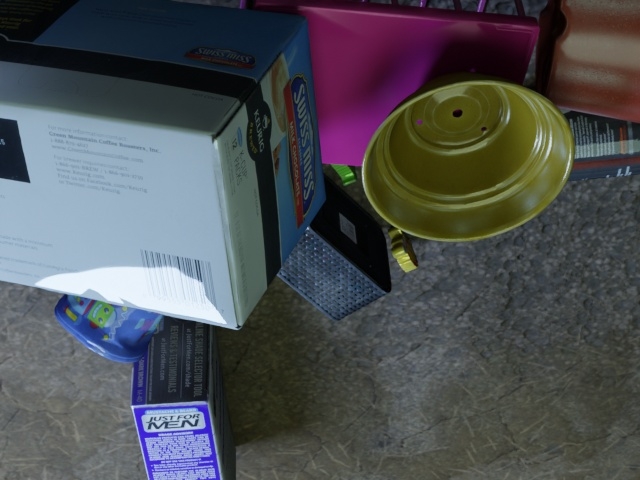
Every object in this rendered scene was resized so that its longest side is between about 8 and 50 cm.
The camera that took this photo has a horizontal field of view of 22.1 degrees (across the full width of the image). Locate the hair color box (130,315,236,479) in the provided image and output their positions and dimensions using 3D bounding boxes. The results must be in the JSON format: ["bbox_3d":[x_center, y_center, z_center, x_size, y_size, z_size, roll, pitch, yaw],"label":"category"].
[{"bbox_3d":[-0.180,0.255,2.209,0.110,0.185,0.339,-3,135,0],"label":"hair color box"}]

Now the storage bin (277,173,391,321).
[{"bbox_3d":[0.000,0.000,2.009,0.084,0.122,0.180,-31,130,24],"label":"storage bin"}]

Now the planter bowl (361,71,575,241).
[{"bbox_3d":[0.146,-0.106,1.677,0.217,0.090,0.217,-4,135,-4],"label":"planter bowl"}]

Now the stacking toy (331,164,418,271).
[{"bbox_3d":[0.129,-0.065,2.006,0.167,0.052,0.221,-23,132,17],"label":"stacking toy"}]

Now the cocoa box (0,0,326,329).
[{"bbox_3d":[-0.198,-0.095,1.622,0.347,0.228,0.231,10,129,20],"label":"cocoa box"}]

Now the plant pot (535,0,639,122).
[{"bbox_3d":[0.371,-0.232,1.727,0.265,0.272,0.272,6,135,1],"label":"plant pot"}]

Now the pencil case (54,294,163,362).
[{"bbox_3d":[-0.178,-0.009,1.862,0.119,0.133,0.306,35,99,6],"label":"pencil case"}]

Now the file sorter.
[{"bbox_3d":[0.056,-0.214,1.755,0.291,0.182,0.202,4,134,-10],"label":"file sorter"}]

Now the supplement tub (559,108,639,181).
[{"bbox_3d":[0.303,-0.123,1.924,0.198,0.106,0.106,-6,136,0],"label":"supplement tub"}]
